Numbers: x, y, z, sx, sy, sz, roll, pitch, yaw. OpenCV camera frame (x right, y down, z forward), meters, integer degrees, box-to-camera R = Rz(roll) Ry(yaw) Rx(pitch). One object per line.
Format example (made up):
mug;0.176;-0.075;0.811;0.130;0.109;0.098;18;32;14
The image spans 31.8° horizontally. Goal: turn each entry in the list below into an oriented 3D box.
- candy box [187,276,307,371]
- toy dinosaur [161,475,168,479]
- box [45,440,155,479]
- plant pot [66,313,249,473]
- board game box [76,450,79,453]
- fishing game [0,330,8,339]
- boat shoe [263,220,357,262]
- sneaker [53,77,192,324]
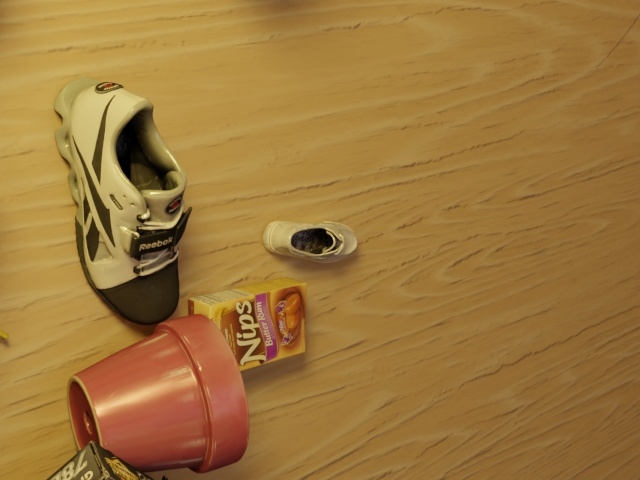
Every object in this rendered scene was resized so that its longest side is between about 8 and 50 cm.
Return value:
candy box;-0.101;0.122;1.592;0.186;0.053;0.109;-11;108;-43
toy dinosaur;-0.240;0.386;1.486;0.118;0.064;0.268;-22;128;-22
box;-0.285;0.415;1.371;0.295;0.073;0.293;-41;134;2
plant pot;-0.212;0.208;1.411;0.180;0.201;0.201;-13;109;-27
board game box;-0.274;0.305;1.477;0.090;0.020;0.090;-16;111;-42
fishing game;-0.453;0.194;1.253;0.189;0.041;0.264;46;67;-39
boat shoe;0.000;0.000;1.658;0.184;0.063;0.066;14;89;-47
sneaker;-0.221;-0.030;1.367;0.122;0.146;0.331;-36;125;-37
